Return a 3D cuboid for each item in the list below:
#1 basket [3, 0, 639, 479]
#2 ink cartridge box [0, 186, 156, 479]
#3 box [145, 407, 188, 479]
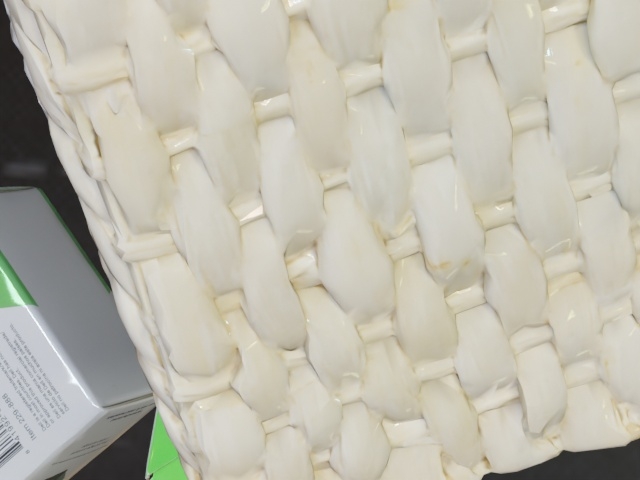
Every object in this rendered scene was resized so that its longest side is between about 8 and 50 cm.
[{"bbox_3d":[0.050,-0.112,0.641,0.328,0.266,0.331,-17,138,-4],"label":"basket"},{"bbox_3d":[-0.295,0.125,1.564,0.289,0.211,0.121,-40,168,23],"label":"ink cartridge box"},{"bbox_3d":[0.000,0.000,1.126,0.126,0.262,0.231,12,-170,8],"label":"box"}]
